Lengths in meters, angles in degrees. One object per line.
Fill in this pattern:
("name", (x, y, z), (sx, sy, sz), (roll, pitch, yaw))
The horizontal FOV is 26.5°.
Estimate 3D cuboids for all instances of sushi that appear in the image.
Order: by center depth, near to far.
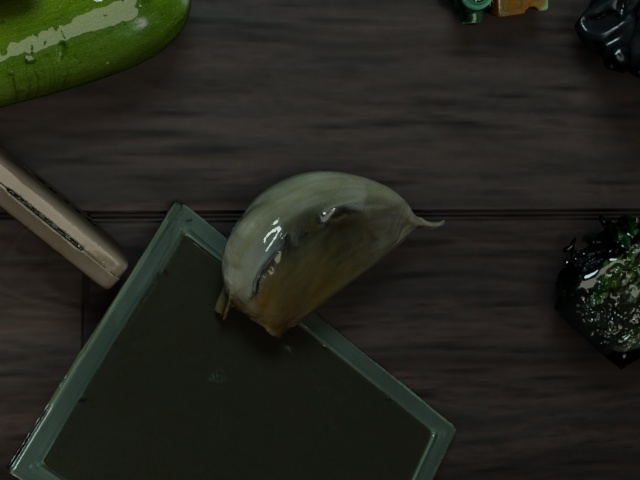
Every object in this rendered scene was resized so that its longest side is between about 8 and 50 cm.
("sushi", (0.197, 0.029, 0.896), (0.085, 0.056, 0.083), (39, 100, -22))

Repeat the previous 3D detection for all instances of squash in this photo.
("squash", (-0.165, -0.108, 0.756), (0.201, 0.066, 0.066), (-22, 109, -7))

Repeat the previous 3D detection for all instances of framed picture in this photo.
("framed picture", (-0.042, 0.126, 0.832), (0.252, 0.014, 0.197), (40, 60, -20))

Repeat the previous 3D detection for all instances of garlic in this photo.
("garlic", (-0.005, -0.004, 0.830), (0.152, 0.066, 0.084), (-38, 134, -15))

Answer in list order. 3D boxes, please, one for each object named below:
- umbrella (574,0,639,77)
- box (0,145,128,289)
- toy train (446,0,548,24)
("umbrella", (0.261, -0.215, 0.819), (0.122, 0.110, 0.272), (27, 97, 16))
("box", (-0.160, -0.018, 0.792), (0.115, 0.048, 0.025), (42, 96, -20))
("toy train", (0.102, -0.183, 0.818), (0.064, 0.044, 0.103), (-12, 110, -14))
